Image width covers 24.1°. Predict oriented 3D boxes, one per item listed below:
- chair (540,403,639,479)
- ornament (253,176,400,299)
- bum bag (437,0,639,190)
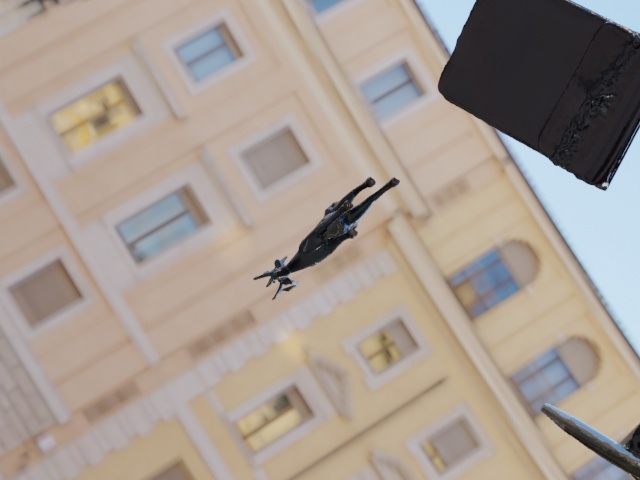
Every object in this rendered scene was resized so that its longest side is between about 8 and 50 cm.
[{"bbox_3d":[0.282,0.139,0.934,0.188,0.166,0.272,46,2,-10],"label":"chair"},{"bbox_3d":[0.000,0.000,1.051,0.028,0.073,0.125,45,-45,-4],"label":"ornament"},{"bbox_3d":[0.159,-0.116,1.045,0.159,0.109,0.026,33,17,30],"label":"bum bag"}]
